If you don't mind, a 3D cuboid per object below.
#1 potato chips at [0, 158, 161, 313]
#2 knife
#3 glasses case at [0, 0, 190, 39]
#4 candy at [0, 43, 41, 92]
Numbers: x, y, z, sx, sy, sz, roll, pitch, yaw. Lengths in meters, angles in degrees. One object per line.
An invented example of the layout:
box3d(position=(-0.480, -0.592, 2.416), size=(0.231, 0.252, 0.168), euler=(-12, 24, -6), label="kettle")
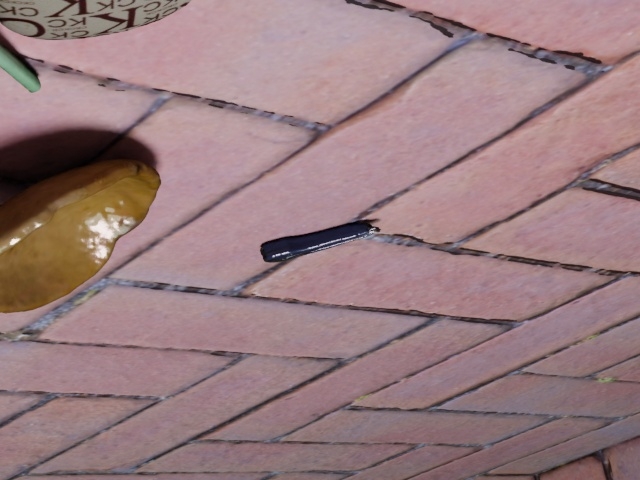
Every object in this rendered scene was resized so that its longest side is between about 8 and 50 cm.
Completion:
box3d(position=(-0.223, -0.009, 1.172), size=(0.208, 0.062, 0.195), euler=(-32, 168, -30), label="potato chips")
box3d(position=(0.000, 0.000, 1.430), size=(0.121, 0.018, 0.031), euler=(-16, 161, 7), label="knife")
box3d(position=(-0.122, -0.206, 0.732), size=(0.137, 0.085, 0.355), euler=(-14, 160, -9), label="glasses case")
box3d(position=(-0.224, -0.139, 0.892), size=(0.091, 0.083, 0.305), euler=(15, 172, 14), label="candy")
